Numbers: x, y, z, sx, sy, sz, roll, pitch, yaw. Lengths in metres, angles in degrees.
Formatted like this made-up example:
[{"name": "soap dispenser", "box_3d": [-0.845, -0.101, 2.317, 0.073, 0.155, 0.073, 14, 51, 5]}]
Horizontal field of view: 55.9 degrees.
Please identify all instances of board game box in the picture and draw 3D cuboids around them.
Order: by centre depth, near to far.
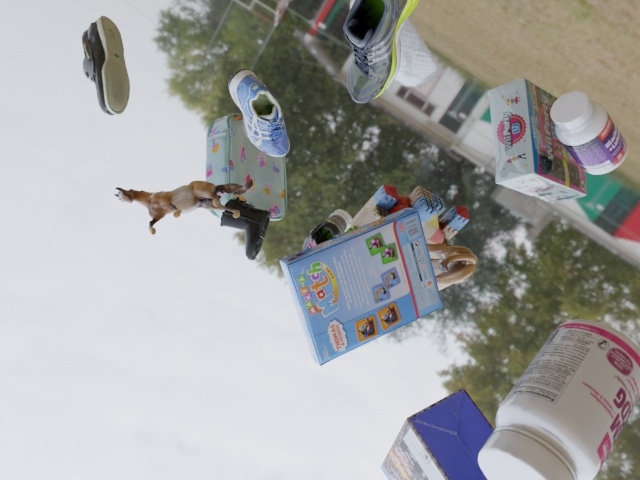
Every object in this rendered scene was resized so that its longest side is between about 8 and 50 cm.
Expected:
[{"name": "board game box", "box_3d": [0.064, 0.064, 0.869, 0.212, 0.160, 0.039, -22, -164, -18]}, {"name": "board game box", "box_3d": [0.262, 0.478, 1.207, 0.141, 0.291, 0.232, -21, -122, -22]}, {"name": "board game box", "box_3d": [0.518, -0.225, 1.424, 0.303, 0.224, 0.098, 7, 167, -44]}]

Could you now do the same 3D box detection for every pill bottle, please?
[{"name": "pill bottle", "box_3d": [0.375, 0.269, 0.933, 0.160, 0.160, 0.283, 38, -121, 17]}, {"name": "pill bottle", "box_3d": [0.571, -0.232, 1.291, 0.193, 0.108, 0.108, 32, -166, -38]}]

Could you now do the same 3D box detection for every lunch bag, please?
[{"name": "lunch bag", "box_3d": [-0.188, -0.177, 1.579, 0.108, 0.279, 0.224, -5, 175, 41]}]

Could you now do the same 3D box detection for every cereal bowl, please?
[{"name": "cereal bowl", "box_3d": [0.188, -0.568, 1.706, 0.339, 0.141, 0.339, 50, -165, -18]}]

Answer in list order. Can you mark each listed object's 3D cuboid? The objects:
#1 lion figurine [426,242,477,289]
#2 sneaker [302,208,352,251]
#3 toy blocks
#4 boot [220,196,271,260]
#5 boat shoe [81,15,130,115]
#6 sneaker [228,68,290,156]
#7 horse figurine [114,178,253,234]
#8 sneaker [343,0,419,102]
[{"name": "lion figurine", "box_3d": [0.284, 0.079, 1.504, 0.240, 0.142, 0.392, -3, 176, -24]}, {"name": "sneaker", "box_3d": [0.000, 0.000, 1.312, 0.063, 0.170, 0.075, 46, -137, 2]}, {"name": "toy blocks", "box_3d": [0.273, -0.043, 1.828, 0.381, 0.261, 0.190, 24, -145, -24]}, {"name": "boot", "box_3d": [-0.167, -0.027, 1.287, 0.099, 0.121, 0.045, 18, 179, 11]}, {"name": "boat shoe", "box_3d": [-0.463, -0.363, 1.287, 0.084, 0.079, 0.233, 31, -138, -65]}, {"name": "sneaker", "box_3d": [-0.112, -0.237, 1.196, 0.081, 0.080, 0.211, 43, 170, 40]}, {"name": "horse figurine", "box_3d": [-0.274, -0.081, 1.246, 0.263, 0.066, 0.174, -16, -152, -23]}, {"name": "sneaker", "box_3d": [0.088, -0.377, 1.120, 0.111, 0.300, 0.121, 39, -125, 20]}]
